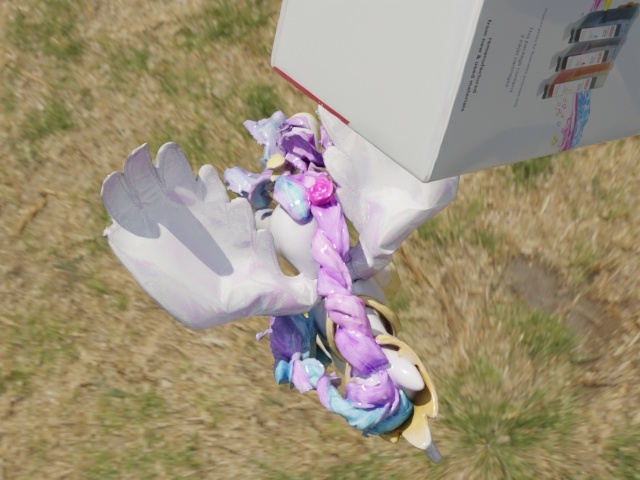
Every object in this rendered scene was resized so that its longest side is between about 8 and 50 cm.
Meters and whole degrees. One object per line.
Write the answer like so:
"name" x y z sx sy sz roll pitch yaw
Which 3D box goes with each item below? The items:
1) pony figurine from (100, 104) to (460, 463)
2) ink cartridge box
"pony figurine" 0.000 0.000 1.233 0.302 0.363 0.351 -28 109 2
"ink cartridge box" 0.090 -0.125 0.704 0.128 0.176 0.127 39 128 36
